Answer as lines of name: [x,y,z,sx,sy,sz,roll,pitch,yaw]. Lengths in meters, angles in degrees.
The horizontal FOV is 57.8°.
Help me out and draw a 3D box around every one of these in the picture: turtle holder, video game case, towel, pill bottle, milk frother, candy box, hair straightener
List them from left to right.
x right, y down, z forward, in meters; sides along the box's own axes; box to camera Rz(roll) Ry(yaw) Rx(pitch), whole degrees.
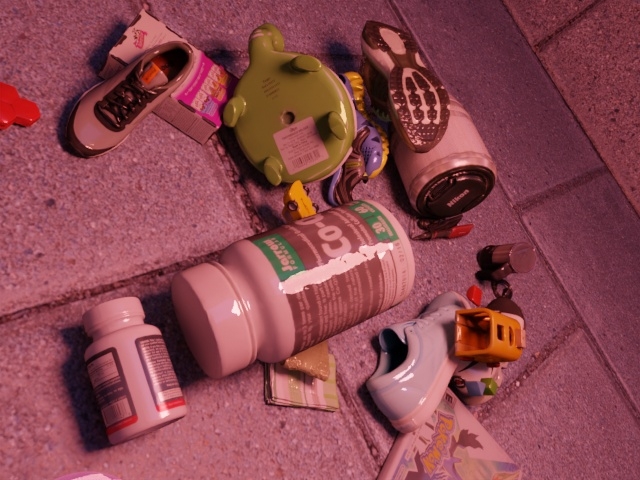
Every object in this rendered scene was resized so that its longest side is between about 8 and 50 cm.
pill bottle: [-0.262,0.176,0.803,0.108,0.108,0.180,-9,70,-45]
candy box: [-0.286,-0.316,1.130,0.233,0.071,0.159,34,47,-21]
turtle holder: [-0.069,-0.265,1.189,0.320,0.243,0.227,38,15,5]
pill bottle: [-0.041,0.074,0.948,0.361,0.204,0.204,-21,78,-29]
towel: [-0.032,0.180,1.044,0.110,0.027,0.148,27,32,-28]
towel: [-0.031,0.240,1.031,0.152,0.023,0.113,18,53,-33]
hair straightener: [0.301,-0.038,1.509,0.230,0.047,0.089,-14,52,-40]
video game case: [0.257,0.476,1.124,0.300,0.036,0.329,49,42,-6]
milk frother: [0.500,0.084,1.525,0.143,0.134,0.129,38,75,-13]

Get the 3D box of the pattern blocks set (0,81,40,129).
pattern blocks set: [-0.603,-0.206,0.808,0.325,0.026,0.285,36,45,-18]

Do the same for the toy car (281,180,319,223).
toy car: [0.000,0.000,1.176,0.225,0.053,0.239,-9,91,-57]

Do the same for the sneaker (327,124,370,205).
sneaker: [0.076,-0.163,1.286,0.078,0.188,0.067,19,8,11]

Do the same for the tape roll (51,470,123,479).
tape roll: [-0.289,0.373,0.671,0.189,0.080,0.189,22,50,-29]

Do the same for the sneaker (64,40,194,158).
sneaker: [-0.321,-0.250,0.981,0.100,0.108,0.271,47,72,-19]

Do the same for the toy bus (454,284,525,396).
toy bus: [0.353,0.197,1.156,0.202,0.104,0.191,-42,110,-43]

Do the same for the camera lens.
camera lens: [0.300,-0.211,1.463,0.219,0.219,0.274,13,48,-36]

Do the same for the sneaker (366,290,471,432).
sneaker: [0.203,0.200,1.183,0.150,0.135,0.366,49,42,-12]

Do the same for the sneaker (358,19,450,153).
sneaker: [0.185,-0.346,1.416,0.158,0.182,0.410,0,54,-20]

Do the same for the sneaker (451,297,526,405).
sneaker: [0.372,0.206,1.328,0.146,0.122,0.330,56,40,-13]

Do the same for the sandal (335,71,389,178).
sandal: [0.058,-0.279,1.390,0.138,0.126,0.317,2,54,-37]
